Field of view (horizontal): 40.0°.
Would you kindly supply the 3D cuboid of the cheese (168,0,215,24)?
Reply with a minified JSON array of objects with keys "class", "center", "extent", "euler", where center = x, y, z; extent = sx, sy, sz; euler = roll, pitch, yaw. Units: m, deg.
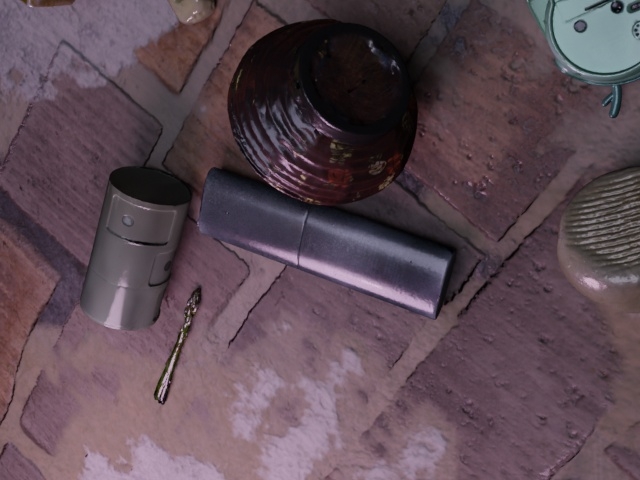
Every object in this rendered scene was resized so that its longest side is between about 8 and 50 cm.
[{"class":"cheese","center":[-0.214,-0.390,1.218],"extent":[0.065,0.043,0.194],"euler":[-29,94,35]}]

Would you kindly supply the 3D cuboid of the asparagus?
[{"class":"asparagus","center":[-0.230,0.174,1.415],"extent":[0.022,0.023,0.233],"euler":[10,119,-25]}]

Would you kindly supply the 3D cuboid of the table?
[{"class":"table","center":[-0.280,0.012,1.328],"extent":[0.126,0.126,0.220],"euler":[27,115,17]}]

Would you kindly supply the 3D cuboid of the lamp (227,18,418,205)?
[{"class":"lamp","center":[0.003,-0.155,1.084],"extent":[0.247,0.247,0.247],"euler":[8,109,24]}]

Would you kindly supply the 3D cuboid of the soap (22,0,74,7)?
[{"class":"soap","center":[-0.367,-0.448,1.217],"extent":[0.073,0.140,0.232],"euler":[22,114,19]}]

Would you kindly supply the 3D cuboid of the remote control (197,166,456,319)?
[{"class":"remote control","center":[0.000,0.000,1.233],"extent":[0.377,0.044,0.107],"euler":[19,109,19]}]

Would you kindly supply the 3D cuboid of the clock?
[{"class":"clock","center":[0.327,-0.246,0.983],"extent":[0.159,0.066,0.211],"euler":[-23,96,30]}]

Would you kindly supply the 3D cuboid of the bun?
[{"class":"bun","center":[0.368,0.006,1.012],"extent":[0.173,0.113,0.167],"euler":[13,71,33]}]
